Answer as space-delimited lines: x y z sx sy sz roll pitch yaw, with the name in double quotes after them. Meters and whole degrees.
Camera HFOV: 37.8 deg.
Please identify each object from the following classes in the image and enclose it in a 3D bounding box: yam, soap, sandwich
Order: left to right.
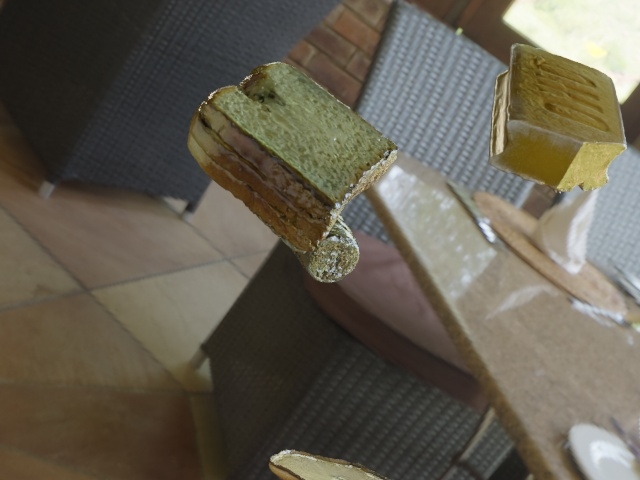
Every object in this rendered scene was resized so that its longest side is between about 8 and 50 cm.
-0.042 -0.133 1.311 0.249 0.095 0.273 40 33 1 "sandwich"
0.000 0.000 1.462 0.107 0.107 0.183 28 13 -22 "yam"
0.270 -0.139 1.073 0.140 0.073 0.232 18 34 1 "soap"

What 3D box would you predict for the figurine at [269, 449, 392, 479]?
-0.019 0.367 0.973 0.181 0.257 0.208 14 -1 5 "figurine"
